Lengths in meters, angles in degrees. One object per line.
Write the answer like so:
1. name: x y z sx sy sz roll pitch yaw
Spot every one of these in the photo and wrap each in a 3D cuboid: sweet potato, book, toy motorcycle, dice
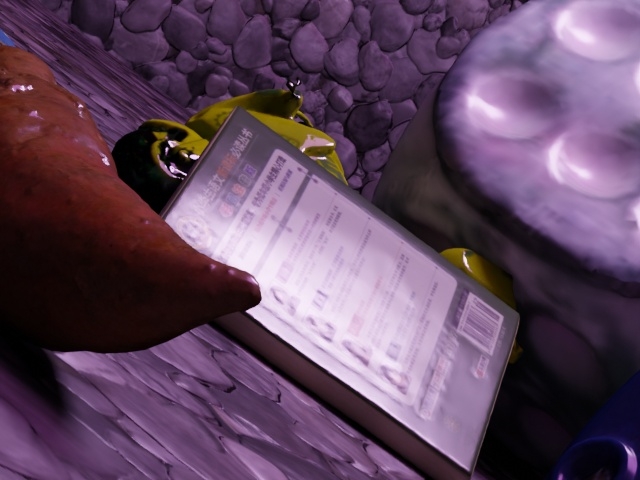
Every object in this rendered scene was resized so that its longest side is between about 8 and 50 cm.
1. sweet potato: -0.137 -0.025 0.777 0.106 0.095 0.354 -14 23 -19
2. book: 0.014 0.033 1.178 0.264 0.027 0.202 36 35 -6
3. toy motorcycle: -0.001 0.002 1.334 0.342 0.142 0.206 36 42 -6
4. dice: 0.261 -0.005 1.494 0.328 0.330 0.348 38 -25 25

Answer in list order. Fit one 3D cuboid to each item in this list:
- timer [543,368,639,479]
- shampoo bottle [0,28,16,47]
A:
1. timer: 0.252 0.208 0.548 0.383 0.270 0.270 50 -4 -31
2. shampoo bottle: -0.242 -0.116 1.159 0.104 0.061 0.258 34 5 -20
